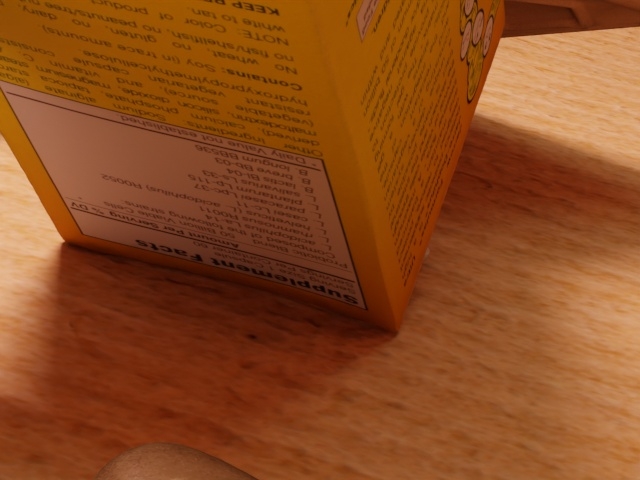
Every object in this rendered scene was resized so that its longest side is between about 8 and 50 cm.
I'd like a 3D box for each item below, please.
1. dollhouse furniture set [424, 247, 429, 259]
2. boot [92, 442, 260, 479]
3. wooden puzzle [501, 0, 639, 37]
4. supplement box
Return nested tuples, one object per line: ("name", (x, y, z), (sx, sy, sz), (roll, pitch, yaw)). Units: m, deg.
("dollhouse furniture set", (0.000, 0.000, 1.085), (0.114, 0.091, 0.081), (-26, 76, -24))
("boot", (0.027, 0.114, 0.603), (0.112, 0.115, 0.305), (-9, 25, -39))
("wooden puzzle", (0.030, -0.181, 1.237), (0.348, 0.081, 0.322), (-6, -9, 44))
("supplement box", (-0.042, -0.134, 0.886), (0.194, 0.195, 0.356), (15, -23, 15))
